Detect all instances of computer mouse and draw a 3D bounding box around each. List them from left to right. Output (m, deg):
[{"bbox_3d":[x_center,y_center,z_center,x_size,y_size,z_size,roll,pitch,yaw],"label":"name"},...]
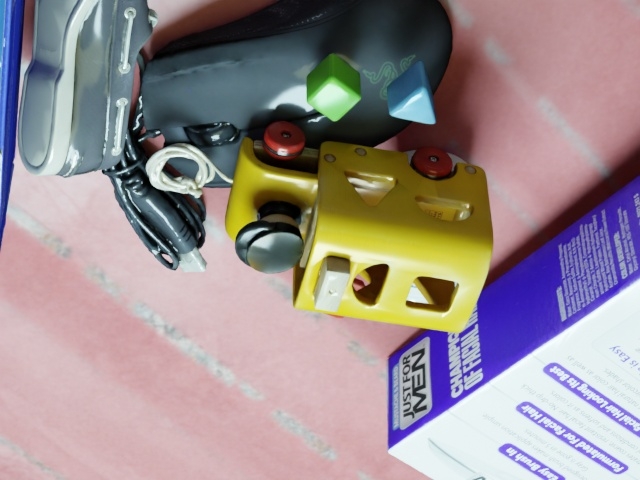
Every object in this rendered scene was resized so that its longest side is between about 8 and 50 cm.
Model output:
[{"bbox_3d":[-0.034,-0.084,0.933,0.272,0.072,0.188,-23,124,10],"label":"computer mouse"}]

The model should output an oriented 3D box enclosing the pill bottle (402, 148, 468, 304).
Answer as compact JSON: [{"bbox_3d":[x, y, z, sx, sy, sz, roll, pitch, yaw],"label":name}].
[{"bbox_3d":[0.074,-0.001,1.008,0.067,0.067,0.120,-1,125,-6],"label":"pill bottle"}]

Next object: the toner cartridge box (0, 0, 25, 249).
[{"bbox_3d":[-0.212,-0.152,0.808,0.075,0.165,0.348,6,123,-10],"label":"toner cartridge box"}]

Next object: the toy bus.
[{"bbox_3d":[0.013,-0.002,0.896,0.202,0.104,0.191,-26,128,22],"label":"toy bus"}]

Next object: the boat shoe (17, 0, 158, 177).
[{"bbox_3d":[-0.139,-0.139,0.868,0.065,0.075,0.206,3,109,-38],"label":"boat shoe"}]

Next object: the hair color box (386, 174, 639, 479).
[{"bbox_3d":[0.228,0.082,1.028,0.185,0.110,0.339,34,124,-26],"label":"hair color box"}]
